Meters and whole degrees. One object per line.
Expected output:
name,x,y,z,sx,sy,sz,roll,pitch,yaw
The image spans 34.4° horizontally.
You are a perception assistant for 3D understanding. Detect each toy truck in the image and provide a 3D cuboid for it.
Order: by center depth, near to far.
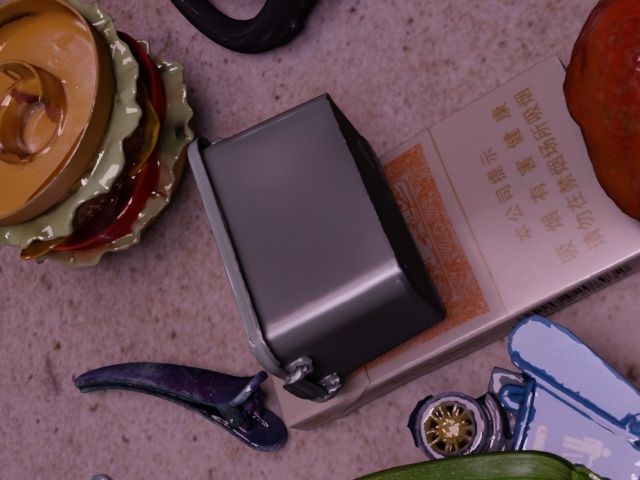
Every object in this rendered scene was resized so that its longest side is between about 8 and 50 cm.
toy truck,0.145,0.245,0.783,0.175,0.146,0.367,13,81,29

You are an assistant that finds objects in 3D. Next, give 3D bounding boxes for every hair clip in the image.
hair clip,-0.155,0.148,1.043,0.275,0.083,0.048,6,38,37

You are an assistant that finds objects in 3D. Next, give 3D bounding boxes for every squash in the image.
squash,0.088,0.187,0.706,0.219,0.068,0.077,-12,88,20

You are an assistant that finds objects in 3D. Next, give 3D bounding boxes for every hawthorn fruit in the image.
hawthorn fruit,0.281,-0.126,0.809,0.207,0.207,0.243,-47,20,10

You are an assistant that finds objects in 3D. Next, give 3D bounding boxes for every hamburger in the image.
hamburger,-0.263,-0.106,1.095,0.274,0.212,0.274,-8,72,25

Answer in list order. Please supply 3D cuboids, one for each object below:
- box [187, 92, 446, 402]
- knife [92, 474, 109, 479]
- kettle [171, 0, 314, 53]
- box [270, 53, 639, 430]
box,0.000,0.000,0.882,0.135,0.163,0.243,-27,61,12
knife,-0.279,0.335,1.086,0.028,0.015,0.210,34,94,27
kettle,-0.093,-0.348,1.105,0.290,0.207,0.268,37,125,25
box,0.097,0.008,0.940,0.365,0.051,0.205,-30,63,20
